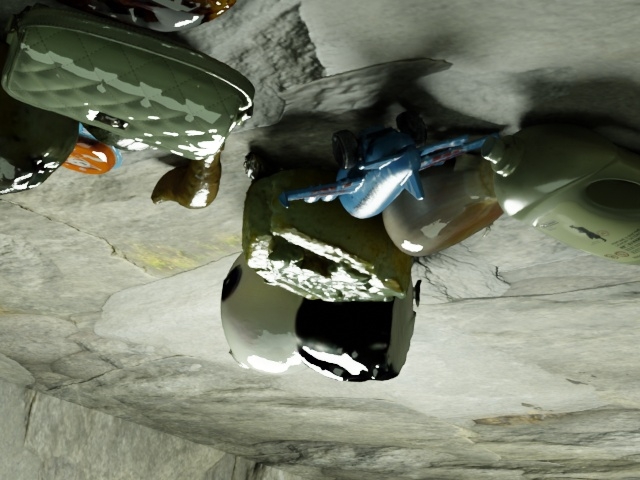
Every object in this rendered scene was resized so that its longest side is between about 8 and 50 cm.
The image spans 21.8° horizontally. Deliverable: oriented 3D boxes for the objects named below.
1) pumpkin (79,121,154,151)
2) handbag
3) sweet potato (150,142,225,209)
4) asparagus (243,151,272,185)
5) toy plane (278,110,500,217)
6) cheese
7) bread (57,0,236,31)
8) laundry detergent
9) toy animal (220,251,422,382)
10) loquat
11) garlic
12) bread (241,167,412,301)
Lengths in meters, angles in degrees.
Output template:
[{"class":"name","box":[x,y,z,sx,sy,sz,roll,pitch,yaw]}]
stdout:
[{"class":"pumpkin","box":[-0.204,-0.152,1.820,0.183,0.108,0.119,23,155,-34]},{"class":"handbag","box":[-0.190,-0.162,1.644,0.256,0.079,0.219,19,165,-11]},{"class":"sweet potato","box":[-0.151,-0.079,2.079,0.069,0.059,0.249,53,156,-1]},{"class":"asparagus","box":[-0.071,-0.075,2.085,0.036,0.030,0.165,18,164,13]},{"class":"toy plane","box":[0.062,-0.078,1.819,0.254,0.105,0.271,-17,-176,-16]},{"class":"cheese","box":[-0.291,-0.127,2.066,0.106,0.037,0.256,14,164,-10]},{"class":"bread","box":[-0.172,-0.246,1.537,0.139,0.095,0.269,26,173,-30]},{"class":"laundry detergent","box":[0.283,-0.057,1.779,0.253,0.091,0.181,22,158,-25]},{"class":"toy animal","box":[-0.001,0.090,2.290,0.266,0.213,0.212,11,163,19]},{"class":"loquat","box":[-0.378,-0.142,1.847,0.227,0.179,0.179,22,163,2]},{"class":"garlic","box":[0.143,-0.032,1.989,0.148,0.129,0.266,25,173,1]},{"class":"bread","box":[0.000,0.000,2.076,0.186,0.124,0.257,-16,153,38]}]
